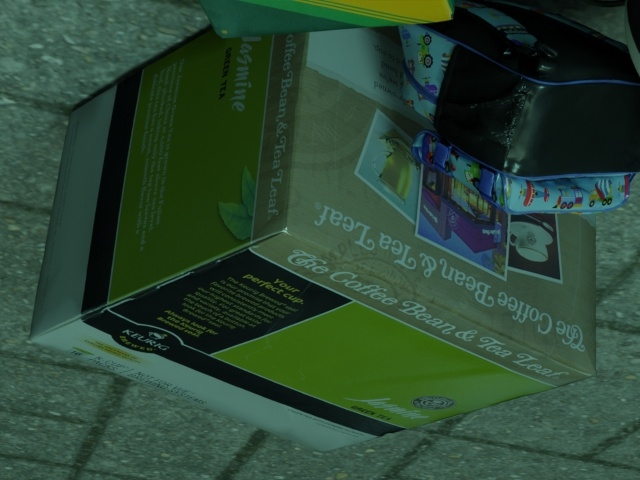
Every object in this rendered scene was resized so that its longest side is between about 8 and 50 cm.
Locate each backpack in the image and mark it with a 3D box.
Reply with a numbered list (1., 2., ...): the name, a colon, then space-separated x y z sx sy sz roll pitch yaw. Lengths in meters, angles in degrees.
1. backpack: 0.127 -0.102 1.082 0.158 0.117 0.173 -4 -153 -41

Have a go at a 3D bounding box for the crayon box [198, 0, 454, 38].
1. crayon box: -0.022 -0.235 0.951 0.165 0.081 0.278 -2 153 16

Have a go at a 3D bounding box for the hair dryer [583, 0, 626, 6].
1. hair dryer: 0.321 -0.148 1.063 0.293 0.080 0.223 -7 151 23

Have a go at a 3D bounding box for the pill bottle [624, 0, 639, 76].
1. pill bottle: 0.274 -0.170 0.880 0.181 0.181 0.323 4 147 2

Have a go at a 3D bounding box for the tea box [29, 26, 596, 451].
1. tea box: 0.000 0.000 1.268 0.329 0.220 0.323 26 148 -36
